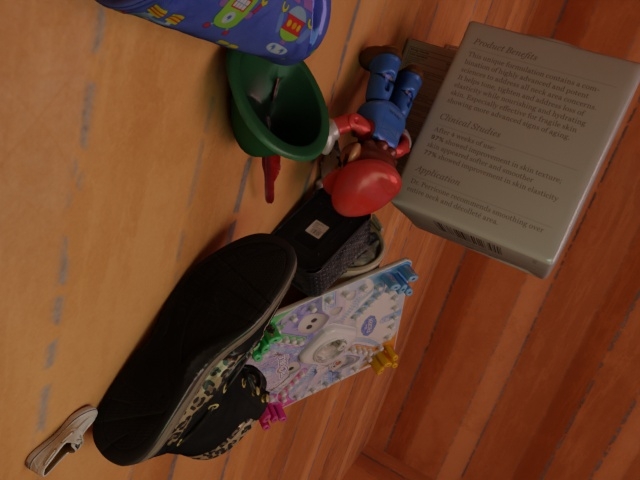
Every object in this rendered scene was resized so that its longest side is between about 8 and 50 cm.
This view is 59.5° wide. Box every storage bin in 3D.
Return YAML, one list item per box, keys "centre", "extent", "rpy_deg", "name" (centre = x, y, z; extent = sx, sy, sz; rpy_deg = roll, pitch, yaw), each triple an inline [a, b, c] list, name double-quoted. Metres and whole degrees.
- centre: [0.000, 0.000, 1.046]
  extent: [0.180, 0.122, 0.084]
  rpy_deg: [-45, 153, -26]
  name: "storage bin"

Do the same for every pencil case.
- centre: [0.059, 0.120, 1.296]
  extent: [0.184, 0.160, 0.410]
  rpy_deg: [-31, 145, -26]
  name: "pencil case"
- centre: [-0.090, -0.257, 0.550]
  extent: [0.133, 0.119, 0.306]
  rpy_deg: [-37, 172, 25]
  name: "pencil case"

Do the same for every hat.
- centre: [-0.105, -0.153, 0.779]
  extent: [0.173, 0.184, 0.208]
  rpy_deg: [-29, 96, -49]
  name: "hat"

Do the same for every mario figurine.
- centre: [0.076, -0.191, 1.030]
  extent: [0.170, 0.198, 0.320]
  rpy_deg: [110, -2, -72]
  name: "mario figurine"

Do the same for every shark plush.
- centre: [0.018, -0.152, 1.096]
  extent: [0.067, 0.073, 0.161]
  rpy_deg: [-71, 151, -56]
  name: "shark plush"

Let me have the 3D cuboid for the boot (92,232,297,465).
- centre: [-0.150, 0.189, 0.887]
  extent: [0.377, 0.138, 0.284]
  rpy_deg: [-56, 157, -16]
  name: "boot"

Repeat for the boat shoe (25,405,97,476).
- centre: [-0.313, 0.250, 0.697]
  extent: [0.100, 0.035, 0.035]
  rpy_deg: [-43, 150, -46]
  name: "boat shoe"

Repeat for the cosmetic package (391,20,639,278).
- centre: [0.399, -0.169, 1.165]
  extent: [0.393, 0.330, 0.327]
  rpy_deg: [-65, 158, 1]
  name: "cosmetic package"

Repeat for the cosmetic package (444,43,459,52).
- centre: [0.341, -0.356, 1.491]
  extent: [0.296, 0.153, 0.129]
  rpy_deg: [-59, 158, -15]
  name: "cosmetic package"

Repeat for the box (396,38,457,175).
- centre: [0.222, -0.281, 1.284]
  extent: [0.121, 0.148, 0.310]
  rpy_deg: [-7, 121, -67]
  name: "box"

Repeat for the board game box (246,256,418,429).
- centre: [0.023, 0.241, 1.226]
  extent: [0.390, 0.050, 0.389]
  rpy_deg: [-21, 142, -19]
  name: "board game box"
